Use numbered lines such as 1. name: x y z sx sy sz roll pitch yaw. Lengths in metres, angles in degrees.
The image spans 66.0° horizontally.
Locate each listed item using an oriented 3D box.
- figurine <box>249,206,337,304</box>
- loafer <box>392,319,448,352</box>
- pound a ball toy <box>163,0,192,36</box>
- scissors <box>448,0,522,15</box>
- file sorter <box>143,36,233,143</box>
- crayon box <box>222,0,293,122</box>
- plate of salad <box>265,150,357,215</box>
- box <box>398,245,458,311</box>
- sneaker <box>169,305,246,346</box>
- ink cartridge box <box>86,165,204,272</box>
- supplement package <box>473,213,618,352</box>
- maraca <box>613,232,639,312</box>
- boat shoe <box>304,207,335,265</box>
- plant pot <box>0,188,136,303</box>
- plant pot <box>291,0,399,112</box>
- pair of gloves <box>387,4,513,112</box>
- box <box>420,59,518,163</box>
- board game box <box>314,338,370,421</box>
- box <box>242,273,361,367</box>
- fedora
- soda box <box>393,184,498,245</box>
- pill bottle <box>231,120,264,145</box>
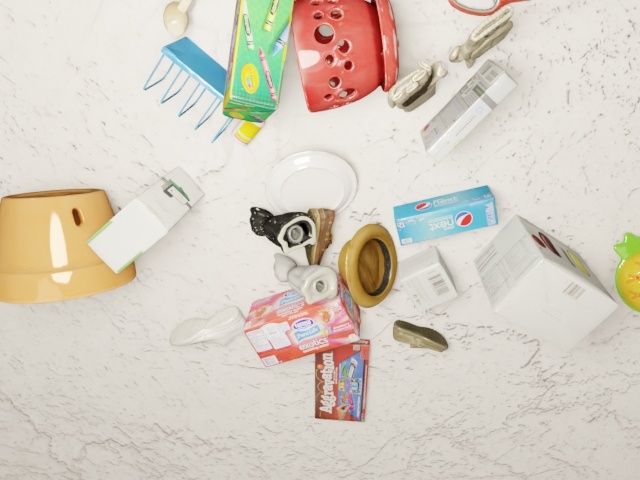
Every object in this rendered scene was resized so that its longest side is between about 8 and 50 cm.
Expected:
1. figurine: -0.071 0.027 1.088 0.092 0.209 0.215 -33 117 -22
2. loafer: 0.248 0.246 1.240 0.147 0.056 0.050 23 119 5
3. pound a ball toy: -0.261 -0.552 0.838 0.208 0.136 0.319 21 121 -35
4. scissors: 0.378 -0.437 0.882 0.296 0.021 0.109 14 116 -3
5. file sorter: -0.238 -0.291 0.963 0.170 0.118 0.104 38 118 -14
6. crayon box: -0.104 -0.352 0.826 0.081 0.165 0.279 7 94 -16
7. plate of salad: -0.020 -0.118 1.068 0.199 0.048 0.200 -4 137 -4
8. box: 0.245 0.088 1.134 0.101 0.087 0.101 -26 112 19
9. sneaker: -0.289 0.247 1.284 0.212 0.080 0.094 -18 126 13
10. ink cartridge box: -0.362 -0.051 1.047 0.160 0.219 0.093 -35 107 20
11. supplement package: 0.465 0.086 1.046 0.194 0.203 0.149 29 116 -11
12. maraca: 0.712 0.069 1.076 0.127 0.099 0.186 -12 91 15
13. boat shoe: 0.000 -0.001 1.115 0.060 0.064 0.178 -8 137 -15
14. plant pot: -0.566 -0.003 1.077 0.290 0.291 0.204 -1 101 6
15. plant pot: 0.044 -0.334 0.873 0.173 0.191 0.191 -7 117 3
16. pair of gloves: 0.222 -0.312 0.865 0.240 0.204 0.042 -35 88 23
17. box: 0.268 -0.244 0.922 0.038 0.145 0.186 39 114 -13
18. board game box: 0.056 0.384 1.346 0.144 0.027 0.282 3 118 5
19. box: -0.041 0.193 1.198 0.256 0.123 0.128 -20 115 15
20. fedora: 0.097 0.056 1.117 0.079 0.194 0.195 8 127 45
21. soda box: 0.267 -0.054 1.064 0.209 0.071 0.067 -12 117 12
22. pill bottle: -0.145 -0.239 1.022 0.043 0.043 0.083 40 115 -15
